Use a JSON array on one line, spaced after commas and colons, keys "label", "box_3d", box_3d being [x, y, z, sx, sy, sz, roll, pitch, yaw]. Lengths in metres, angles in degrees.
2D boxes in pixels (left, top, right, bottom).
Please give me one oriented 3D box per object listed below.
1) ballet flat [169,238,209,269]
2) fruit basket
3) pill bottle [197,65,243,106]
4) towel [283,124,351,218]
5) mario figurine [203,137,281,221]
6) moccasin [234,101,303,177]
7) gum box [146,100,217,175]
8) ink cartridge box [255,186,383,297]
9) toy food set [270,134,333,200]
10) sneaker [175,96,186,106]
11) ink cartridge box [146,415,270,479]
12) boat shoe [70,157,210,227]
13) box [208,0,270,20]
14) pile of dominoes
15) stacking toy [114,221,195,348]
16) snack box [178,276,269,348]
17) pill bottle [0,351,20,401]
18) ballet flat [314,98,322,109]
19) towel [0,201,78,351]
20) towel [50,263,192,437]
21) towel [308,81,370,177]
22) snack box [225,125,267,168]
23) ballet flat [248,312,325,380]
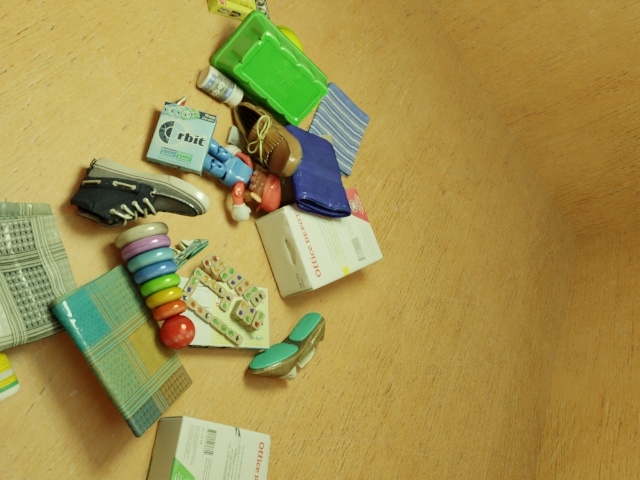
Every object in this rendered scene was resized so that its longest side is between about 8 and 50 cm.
[{"label": "ballet flat", "box_3d": [-0.391, 0.034, 1.713, 0.070, 0.070, 0.188, 58, 41, -14]}, {"label": "fruit basket", "box_3d": [-0.162, -0.597, 2.084, 0.392, 0.283, 0.392, 42, 8, -7]}, {"label": "pill bottle", "box_3d": [-0.321, -0.494, 1.958, 0.137, 0.078, 0.078, 28, 57, -35]}, {"label": "towel", "box_3d": [-0.023, -0.219, 1.982, 0.228, 0.076, 0.308, 17, 49, -41]}, {"label": "mario figurine", "box_3d": [-0.270, -0.184, 1.901, 0.321, 0.170, 0.198, 33, 90, -21]}, {"label": "moccasin", "box_3d": [-0.172, -0.325, 1.896, 0.147, 0.139, 0.380, 17, 32, -41]}, {"label": "gum box", "box_3d": [-0.399, -0.296, 1.758, 0.157, 0.041, 0.184, 16, 72, -6]}, {"label": "ink cartridge box", "box_3d": [0.000, 0.000, 2.048, 0.385, 0.160, 0.279, -19, 89, -48]}, {"label": "toy food set", "box_3d": [-0.059, -0.257, 2.147, 0.306, 0.092, 0.219, -11, 96, -45]}, {"label": "sneaker", "box_3d": [-0.425, -0.378, 1.837, 0.067, 0.042, 0.118, 41, 58, -23]}, {"label": "ink cartridge box", "box_3d": [-0.285, 0.589, 1.574, 0.289, 0.122, 0.211, 28, 58, -36]}, {"label": "boat shoe", "box_3d": [-0.462, -0.088, 1.543, 0.127, 0.341, 0.158, 85, 24, -58]}, {"label": "box", "box_3d": [-0.287, -0.825, 2.126, 0.232, 0.058, 0.087, -1, 77, -45]}, {"label": "pile of dominoes", "box_3d": [-0.261, 0.159, 1.725, 0.251, 0.040, 0.196, 43, 48, -26]}, {"label": "stacking toy", "box_3d": [-0.417, 0.125, 1.577, 0.141, 0.141, 0.330, -14, 82, -47]}, {"label": "snack box", "box_3d": [-0.288, 0.216, 1.750, 0.322, 0.060, 0.187, 13, 68, -42]}, {"label": "pill bottle", "box_3d": [-0.722, 0.243, 1.258, 0.118, 0.118, 0.208, -27, 96, -47]}, {"label": "ballet flat", "box_3d": [-0.033, -0.521, 2.261, 0.077, 0.077, 0.231, 49, 47, -20]}, {"label": "towel", "box_3d": [-0.660, 0.062, 1.346, 0.324, 0.056, 0.312, 70, 19, 1]}, {"label": "towel", "box_3d": [-0.473, 0.259, 1.482, 0.370, 0.040, 0.271, 61, 22, -5]}, {"label": "towel", "box_3d": [0.076, -0.439, 2.373, 0.243, 0.040, 0.336, 40, 51, -28]}, {"label": "snack box", "box_3d": [-0.234, -0.309, 2.021, 0.178, 0.022, 0.064, 31, 56, -34]}, {"label": "ballet flat", "box_3d": [-0.088, 0.355, 1.889, 0.342, 0.116, 0.124, -39, 123, -49]}]
